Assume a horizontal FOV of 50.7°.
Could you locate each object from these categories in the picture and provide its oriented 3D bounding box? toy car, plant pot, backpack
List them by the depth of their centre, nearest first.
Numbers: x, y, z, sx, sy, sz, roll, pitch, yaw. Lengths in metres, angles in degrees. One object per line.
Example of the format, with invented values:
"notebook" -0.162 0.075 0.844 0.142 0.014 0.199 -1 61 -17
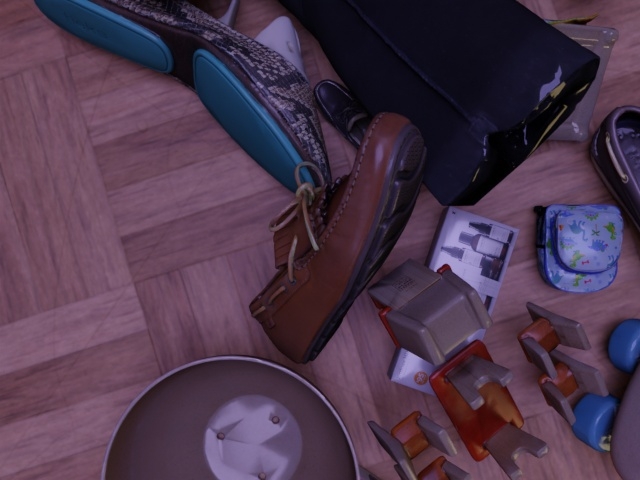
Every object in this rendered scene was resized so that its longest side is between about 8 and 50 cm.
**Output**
"plant pot" -0.095 0.270 0.823 0.284 0.191 0.284 0 88 2
"toy car" 0.487 0.236 0.828 0.238 0.219 0.210 28 88 -26
"backpack" 0.334 0.011 0.872 0.105 0.084 0.114 2 90 4

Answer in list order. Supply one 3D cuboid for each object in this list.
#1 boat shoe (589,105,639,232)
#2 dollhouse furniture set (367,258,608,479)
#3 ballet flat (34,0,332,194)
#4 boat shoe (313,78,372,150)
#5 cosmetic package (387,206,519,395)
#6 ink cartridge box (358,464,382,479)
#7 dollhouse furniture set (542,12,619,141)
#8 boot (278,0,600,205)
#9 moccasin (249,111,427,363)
"boat shoe" 0.454 -0.029 0.827 0.117 0.097 0.324 -33 73 8
"dollhouse furniture set" 0.168 0.155 0.803 0.262 0.135 0.259 -35 113 -11
"ballet flat" -0.145 -0.259 0.878 0.483 0.164 0.182 35 71 5
"boat shoe" 0.048 -0.161 0.906 0.056 0.049 0.152 -44 86 0
"cosmetic package" 0.172 0.083 0.886 0.099 0.060 0.239 18 88 4
"ink cartridge box" 0.136 0.461 0.873 0.371 0.069 0.175 34 89 1
"dollhouse furniture set" 0.265 -0.286 0.864 0.198 0.151 0.301 -1 117 -17
"boot" 0.123 -0.307 0.727 0.146 0.367 0.445 -9 54 -38
"moccasin" 0.002 -0.002 0.771 0.147 0.380 0.139 36 54 6
